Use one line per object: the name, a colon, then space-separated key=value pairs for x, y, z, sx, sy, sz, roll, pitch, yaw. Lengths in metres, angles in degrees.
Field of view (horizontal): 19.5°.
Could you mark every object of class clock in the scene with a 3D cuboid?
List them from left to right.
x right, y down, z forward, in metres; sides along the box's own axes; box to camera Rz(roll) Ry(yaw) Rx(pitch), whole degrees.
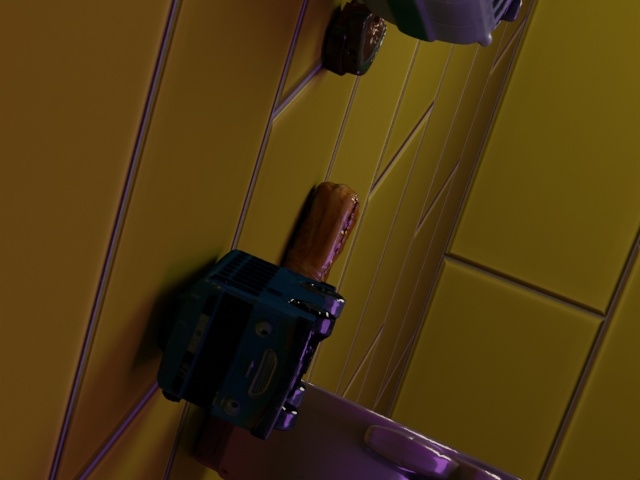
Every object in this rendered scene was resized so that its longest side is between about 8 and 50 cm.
clock: x=0.057 y=0.204 z=1.567 sx=0.338 sy=0.338 sz=0.102 roll=53 pitch=61 yaw=-81

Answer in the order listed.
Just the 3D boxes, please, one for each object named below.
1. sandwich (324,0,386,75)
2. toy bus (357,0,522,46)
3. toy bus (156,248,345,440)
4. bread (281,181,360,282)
sandwich: x=0.030 y=-0.163 z=1.486 sx=0.135 sy=0.029 sz=0.067 roll=-47 pitch=158 yaw=-71
toy bus: x=0.088 y=-0.233 z=1.321 sx=0.276 sy=0.133 sz=0.165 roll=37 pitch=74 yaw=-81
toy bus: x=-0.049 y=0.066 z=1.268 sx=0.185 sy=0.106 sz=0.090 roll=-51 pitch=165 yaw=-83
bread: x=0.000 y=0.000 z=1.674 sx=0.083 sy=0.044 sz=0.111 roll=94 pitch=20 yaw=-77
